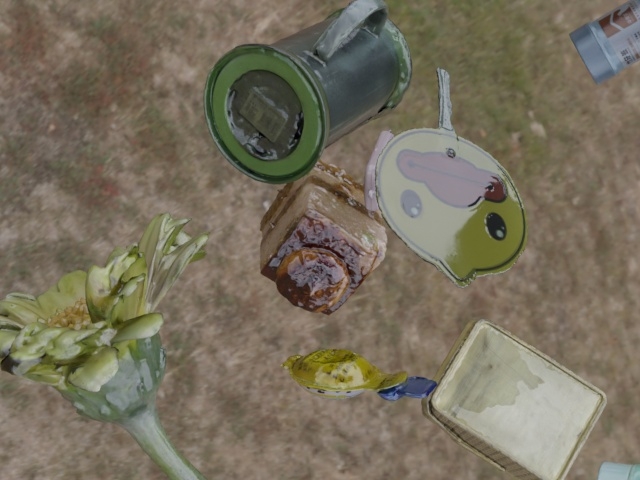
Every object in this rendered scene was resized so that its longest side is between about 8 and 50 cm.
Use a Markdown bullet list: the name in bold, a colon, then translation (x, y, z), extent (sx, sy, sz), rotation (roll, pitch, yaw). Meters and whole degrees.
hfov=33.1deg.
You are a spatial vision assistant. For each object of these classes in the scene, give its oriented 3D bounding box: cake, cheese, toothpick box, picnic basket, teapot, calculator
- **cake**: translation (0.000, 0.000, 2.062), extent (0.196, 0.199, 0.293), rotation (34, 24, -16)
- **cheese**: translation (0.057, 0.218, 1.707), extent (0.156, 0.250, 0.064), rotation (-26, 120, -62)
- **toothpick box**: translation (0.500, -0.337, 1.771), extent (0.101, 0.153, 0.101), rotation (51, 20, -26)
- **picnic basket**: translation (0.378, 0.329, 2.165), extent (0.312, 0.175, 0.228), rotation (33, 75, 7)
- **teapot**: translation (0.012, -0.251, 1.590), extent (0.200, 0.270, 0.337), rotation (40, 37, 9)
- **calculator**: translation (0.110, -0.129, 1.995), extent (0.175, 0.032, 0.100), rotation (-66, 160, -51)

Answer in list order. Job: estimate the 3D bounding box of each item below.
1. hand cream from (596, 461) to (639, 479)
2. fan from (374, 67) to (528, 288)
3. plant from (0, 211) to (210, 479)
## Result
- **hand cream**: translation (0.356, 0.247, 1.032), extent (0.076, 0.174, 0.047), rotation (-57, 140, -41)
- **fan**: translation (0.169, -0.086, 1.379), extent (0.229, 0.011, 0.335), rotation (14, 58, -23)
- **plant**: translation (-0.235, 0.113, 1.045), extent (0.306, 0.261, 0.297), rotation (-80, 173, -67)
